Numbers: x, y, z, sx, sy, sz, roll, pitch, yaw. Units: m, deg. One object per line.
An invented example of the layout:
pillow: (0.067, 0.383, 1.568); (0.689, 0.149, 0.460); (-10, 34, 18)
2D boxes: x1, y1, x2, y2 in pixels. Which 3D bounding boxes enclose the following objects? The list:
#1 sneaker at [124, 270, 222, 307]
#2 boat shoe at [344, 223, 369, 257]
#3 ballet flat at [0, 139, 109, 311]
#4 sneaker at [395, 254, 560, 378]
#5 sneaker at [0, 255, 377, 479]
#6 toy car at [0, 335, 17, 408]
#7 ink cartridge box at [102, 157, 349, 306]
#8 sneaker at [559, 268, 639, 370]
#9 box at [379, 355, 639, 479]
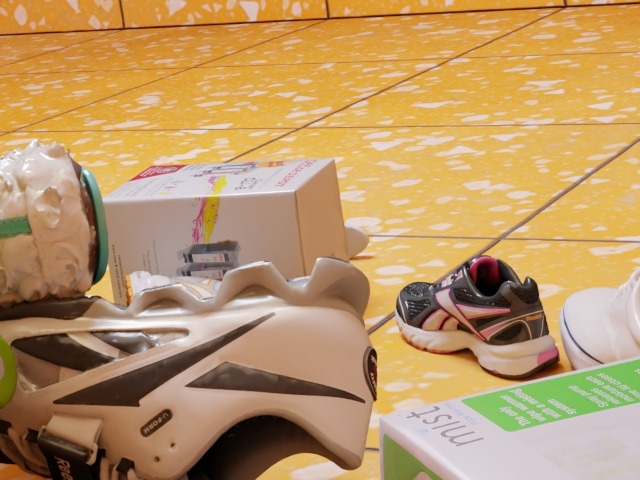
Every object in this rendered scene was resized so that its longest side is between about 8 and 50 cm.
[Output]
sneaker: (-0.078, 0.073, 1.239); (0.121, 0.099, 0.262); (-5, 15, -9)
boat shoe: (0.000, 0.000, 1.596); (0.100, 0.035, 0.035); (-9, 16, 19)
ballet flat: (-0.251, 0.023, 1.185); (0.147, 0.147, 0.409); (-12, -10, -20)
sneaker: (0.120, 0.045, 1.278); (0.072, 0.077, 0.178); (-15, 16, -31)
sneaker: (-0.125, 0.115, 1.030); (0.330, 0.146, 0.122); (-14, -30, 13)
toy car: (-0.295, 0.087, 0.940); (0.155, 0.149, 0.188); (-19, 14, 31)
ink cartridge box: (-0.076, 0.006, 1.421); (0.176, 0.127, 0.128); (-2, 15, 16)
sneaker: (0.236, 0.058, 1.142); (0.094, 0.091, 0.258); (-11, 15, -14)
box: (0.181, 0.151, 0.759); (0.231, 0.127, 0.262); (-10, 16, -18)
